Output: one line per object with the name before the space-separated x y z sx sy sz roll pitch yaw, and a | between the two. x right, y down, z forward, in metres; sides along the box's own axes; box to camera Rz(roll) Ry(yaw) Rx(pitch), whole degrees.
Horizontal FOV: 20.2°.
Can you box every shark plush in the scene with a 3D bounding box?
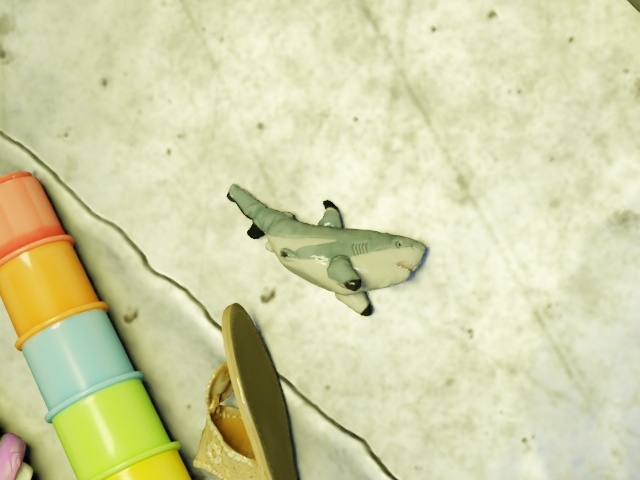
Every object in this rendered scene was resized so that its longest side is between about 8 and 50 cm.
shark plush | 0.000 0.000 1.410 0.161 0.073 0.067 24 75 30

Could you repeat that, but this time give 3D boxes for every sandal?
sandal | -0.060 0.174 1.394 0.079 0.088 0.240 -21 94 17

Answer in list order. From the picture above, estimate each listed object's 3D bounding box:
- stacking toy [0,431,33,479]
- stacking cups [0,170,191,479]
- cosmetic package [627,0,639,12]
stacking toy | -0.290 0.185 1.418 0.301 0.175 0.166 24 125 -8
stacking cups | -0.183 0.093 1.403 0.096 0.096 0.316 -26 80 10
cosmetic package | 0.312 -0.278 1.118 0.327 0.394 0.329 43 97 -13
